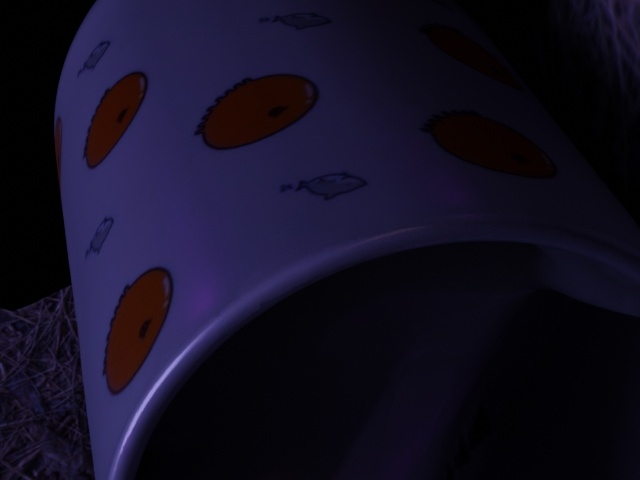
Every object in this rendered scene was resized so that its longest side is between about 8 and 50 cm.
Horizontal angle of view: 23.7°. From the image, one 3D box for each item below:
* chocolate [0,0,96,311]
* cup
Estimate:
[{"bbox_3d":[-0.145,-0.131,0.813,0.186,0.283,0.283,40,142,27],"label":"chocolate"},{"bbox_3d":[0.000,0.000,0.619,0.317,0.212,0.212,-113,23,-54],"label":"cup"}]
